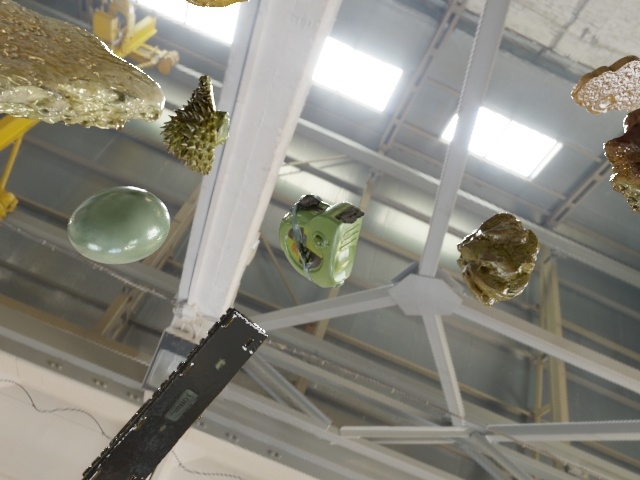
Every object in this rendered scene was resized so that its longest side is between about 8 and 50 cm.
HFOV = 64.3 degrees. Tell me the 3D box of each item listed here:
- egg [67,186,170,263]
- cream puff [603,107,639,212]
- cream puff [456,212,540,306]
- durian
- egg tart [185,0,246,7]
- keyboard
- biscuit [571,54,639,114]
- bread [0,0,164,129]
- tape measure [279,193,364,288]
[{"bbox_3d":[-0.391,-0.029,0.993,0.192,0.149,0.149,-12,-128,2],"label":"egg"},{"bbox_3d":[0.686,-0.137,0.974,0.155,0.241,0.269,-37,-69,-79],"label":"cream puff"},{"bbox_3d":[0.467,0.050,1.348,0.244,0.244,0.196,-33,-100,-40],"label":"cream puff"},{"bbox_3d":[-0.322,-0.289,1.365,0.172,0.306,0.166,37,-126,10],"label":"durian"},{"bbox_3d":[-0.277,-0.815,1.259,0.443,0.443,0.178,-8,-142,-29],"label":"egg tart"},{"bbox_3d":[-0.209,0.241,0.762,0.317,0.106,0.027,-49,-135,-10],"label":"keyboard"},{"bbox_3d":[0.663,-0.342,1.128,0.236,0.144,0.040,-5,-133,-15],"label":"biscuit"},{"bbox_3d":[-0.237,-0.139,0.362,0.182,0.039,0.251,39,-155,10],"label":"bread"},{"bbox_3d":[0.000,0.000,1.029,0.175,0.200,0.106,30,-134,30],"label":"tape measure"}]
